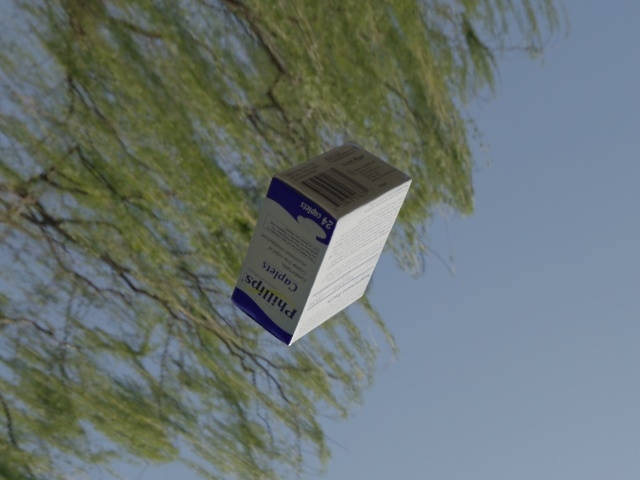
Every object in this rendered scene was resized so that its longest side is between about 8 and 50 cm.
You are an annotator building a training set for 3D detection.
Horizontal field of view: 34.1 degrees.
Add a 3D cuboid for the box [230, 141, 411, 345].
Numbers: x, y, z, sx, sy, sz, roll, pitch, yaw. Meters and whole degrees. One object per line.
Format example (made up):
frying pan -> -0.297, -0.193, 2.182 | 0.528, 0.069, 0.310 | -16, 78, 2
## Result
box -> 0.000, 0.000, 0.901 | 0.072, 0.137, 0.126 | 34, -147, 20
